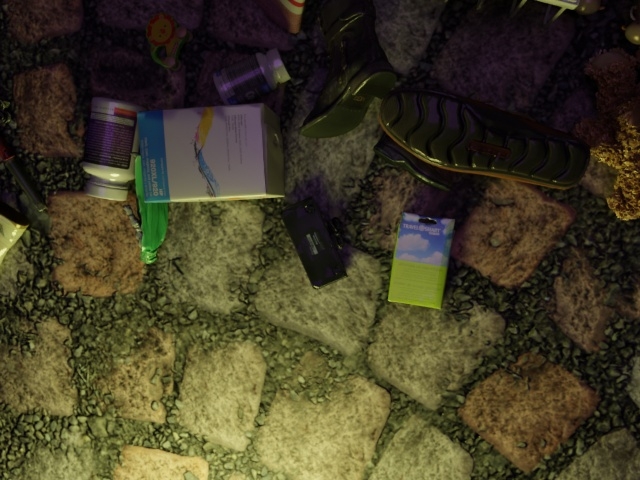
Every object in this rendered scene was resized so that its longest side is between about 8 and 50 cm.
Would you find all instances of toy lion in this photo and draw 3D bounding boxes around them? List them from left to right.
[{"bbox_3d":[-0.317,-0.409,1.109,0.096,0.034,0.100,25,97,11],"label":"toy lion"}]

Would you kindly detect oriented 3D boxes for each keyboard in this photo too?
[{"bbox_3d":[0.000,0.000,1.106,0.108,0.023,0.180,-24,92,14],"label":"keyboard"}]

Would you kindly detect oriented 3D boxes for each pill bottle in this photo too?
[{"bbox_3d":[-0.418,-0.182,1.097,0.108,0.108,0.193,11,95,6],"label":"pill bottle"},{"bbox_3d":[-0.133,-0.320,1.068,0.137,0.078,0.078,-22,91,8],"label":"pill bottle"}]

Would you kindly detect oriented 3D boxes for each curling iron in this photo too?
[{"bbox_3d":[-0.657,-0.187,1.161,0.068,0.035,0.274,-25,91,8],"label":"curling iron"}]

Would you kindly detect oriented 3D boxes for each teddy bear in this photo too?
[{"bbox_3d":[0.590,-0.201,0.990,0.245,0.113,0.338,-24,84,1],"label":"teddy bear"}]

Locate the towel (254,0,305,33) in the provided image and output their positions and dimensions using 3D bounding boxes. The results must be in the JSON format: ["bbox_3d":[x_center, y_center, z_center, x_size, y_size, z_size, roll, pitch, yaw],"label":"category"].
[{"bbox_3d":[-0.114,-0.523,0.932,0.237,0.329,0.037,40,76,3],"label":"towel"}]

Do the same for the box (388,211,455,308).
[{"bbox_3d":[0.198,0.038,1.073,0.109,0.042,0.178,8,95,5],"label":"box"}]

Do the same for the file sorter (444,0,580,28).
[{"bbox_3d":[0.315,-0.510,0.952,0.278,0.173,0.192,17,95,5],"label":"file sorter"}]

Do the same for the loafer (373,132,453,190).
[{"bbox_3d":[0.187,-0.156,1.053,0.170,0.062,0.061,33,93,2],"label":"loafer"}]

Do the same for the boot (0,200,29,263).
[{"bbox_3d":[-0.754,-0.030,1.166,0.213,0.077,0.165,35,99,0],"label":"boot"}]

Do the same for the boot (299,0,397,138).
[{"bbox_3d":[0.036,-0.342,1.033,0.263,0.091,0.228,-32,64,42],"label":"boot"}]

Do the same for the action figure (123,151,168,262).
[{"bbox_3d":[-0.350,-0.064,1.102,0.064,0.137,0.232,7,104,11],"label":"action figure"}]

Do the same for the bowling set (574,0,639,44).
[{"bbox_3d":[0.577,-0.428,0.892,0.287,0.200,0.154,24,70,13],"label":"bowling set"}]

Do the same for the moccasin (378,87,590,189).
[{"bbox_3d":[0.295,-0.199,1.006,0.380,0.147,0.139,10,110,2],"label":"moccasin"}]

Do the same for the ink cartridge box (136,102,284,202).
[{"bbox_3d":[-0.198,-0.160,1.041,0.233,0.171,0.168,-2,94,7],"label":"ink cartridge box"}]
